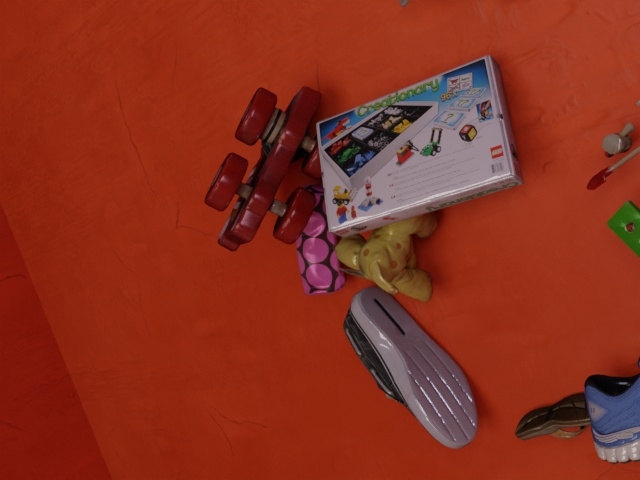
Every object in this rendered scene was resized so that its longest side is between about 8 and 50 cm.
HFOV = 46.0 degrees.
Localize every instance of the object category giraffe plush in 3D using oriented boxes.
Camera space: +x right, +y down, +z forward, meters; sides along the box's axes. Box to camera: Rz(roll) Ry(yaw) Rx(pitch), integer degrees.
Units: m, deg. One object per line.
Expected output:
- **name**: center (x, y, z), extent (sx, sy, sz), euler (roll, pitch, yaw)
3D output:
- **giraffe plush**: center (0.125, -0.013, 1.263), extent (0.181, 0.210, 0.170), euler (29, 98, 27)

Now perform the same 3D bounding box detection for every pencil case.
- **pencil case**: center (0.000, 0.000, 1.435), extent (0.098, 0.095, 0.209), euler (-1, 110, 23)

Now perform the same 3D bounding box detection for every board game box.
- **board game box**: center (0.140, -0.136, 1.148), extent (0.305, 0.053, 0.192), euler (-16, 70, 30)

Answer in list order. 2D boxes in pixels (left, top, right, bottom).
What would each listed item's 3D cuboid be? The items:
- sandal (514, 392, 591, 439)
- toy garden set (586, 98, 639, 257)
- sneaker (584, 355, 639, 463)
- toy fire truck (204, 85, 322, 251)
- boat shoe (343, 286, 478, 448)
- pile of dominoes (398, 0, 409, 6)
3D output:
- **sandal**: center (0.386, 0.288, 1.193), extent (0.049, 0.072, 0.180), euler (48, 138, -3)
- **toy garden set**: center (0.448, -0.104, 0.937), extent (0.203, 0.049, 0.244), euler (53, 133, 26)
- **sneaker**: center (0.495, 0.193, 0.991), extent (0.330, 0.130, 0.147), euler (-26, 80, 38)
- **toy fire truck**: center (-0.097, -0.127, 1.363), extent (0.169, 0.302, 0.254), euler (26, 171, -13)
- **boat shoe**: center (0.160, 0.238, 1.373), extent (0.335, 0.121, 0.119), euler (57, 145, 26)
- **pile of dominoes**: center (0.170, -0.474, 1.050), extent (0.196, 0.040, 0.251), euler (-27, 61, 59)
